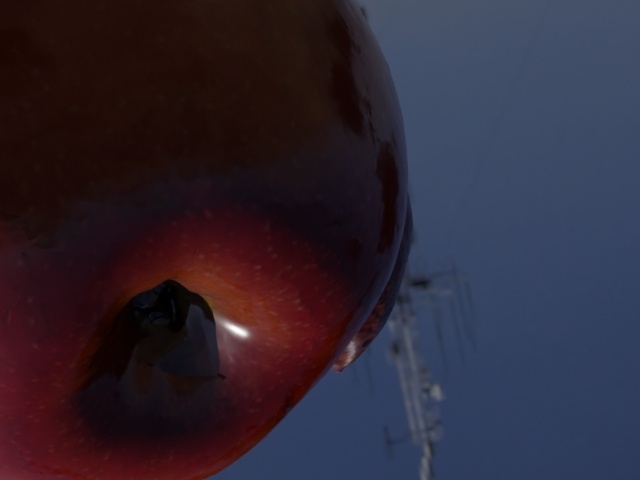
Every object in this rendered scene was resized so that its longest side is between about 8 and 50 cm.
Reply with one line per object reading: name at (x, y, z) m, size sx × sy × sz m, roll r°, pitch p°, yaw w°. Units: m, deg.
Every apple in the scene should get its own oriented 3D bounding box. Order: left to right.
apple at (-0.094, -0.024, 0.635) m, size 0.260 × 0.260 × 0.216 m, roll -17°, pitch -130°, yaw -16°

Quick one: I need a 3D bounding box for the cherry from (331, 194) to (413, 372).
cherry at (0.000, 0.000, 1.374) m, size 0.175 × 0.249 × 0.192 m, roll -14°, pitch -162°, yaw -18°
